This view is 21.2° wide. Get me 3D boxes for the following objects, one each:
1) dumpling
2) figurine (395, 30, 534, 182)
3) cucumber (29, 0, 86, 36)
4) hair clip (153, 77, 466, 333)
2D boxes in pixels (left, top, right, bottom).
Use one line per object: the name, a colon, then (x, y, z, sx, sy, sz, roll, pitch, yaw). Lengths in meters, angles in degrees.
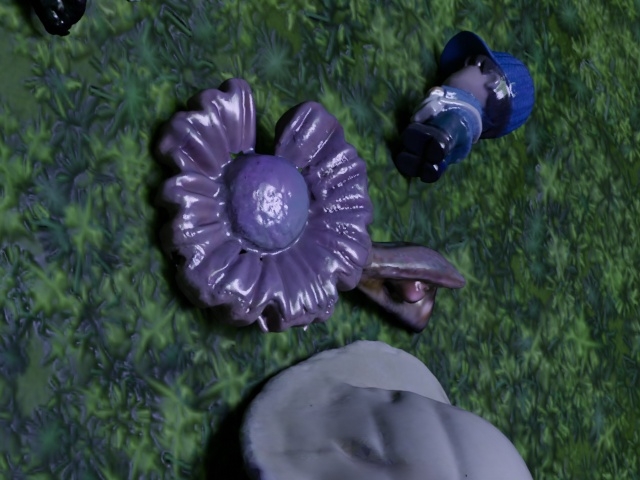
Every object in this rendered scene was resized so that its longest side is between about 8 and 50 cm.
dumpling: (0.035, 0.182, 1.154, 0.227, 0.243, 0.175, 26, 98, -25)
figurine: (0.117, -0.106, 1.388, 0.149, 0.087, 0.086, -50, 155, -46)
cucumber: (-0.199, -0.231, 1.046, 0.220, 0.046, 0.070, 55, 39, -22)
hair clip: (0.007, -0.001, 1.217, 0.300, 0.069, 0.173, 25, 61, -45)
